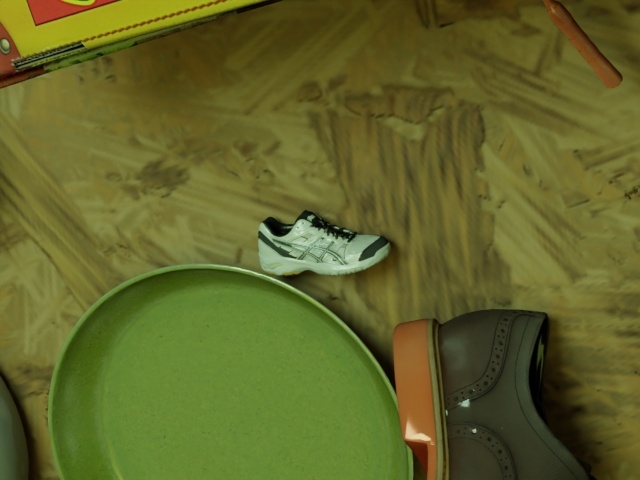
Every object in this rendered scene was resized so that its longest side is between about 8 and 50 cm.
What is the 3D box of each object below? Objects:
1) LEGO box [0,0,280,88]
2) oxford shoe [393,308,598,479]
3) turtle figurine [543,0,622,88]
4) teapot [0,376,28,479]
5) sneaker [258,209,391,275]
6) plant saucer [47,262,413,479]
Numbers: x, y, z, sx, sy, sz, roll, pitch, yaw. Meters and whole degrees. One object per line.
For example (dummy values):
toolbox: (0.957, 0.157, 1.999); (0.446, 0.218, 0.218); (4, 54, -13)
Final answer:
LEGO box: (-0.079, -0.354, 0.815); (0.372, 0.193, 0.500); (-9, 105, 39)
oxford shoe: (0.108, 0.162, 0.972); (0.098, 0.097, 0.271); (-13, 69, 10)
turtle figurine: (0.171, -0.222, 0.877); (0.217, 0.087, 0.269); (-12, 102, 40)
teapot: (-0.319, 0.162, 1.125); (0.256, 0.187, 0.252); (-23, 99, 24)
sneaker: (0.000, 0.000, 1.044); (0.083, 0.032, 0.037); (-4, 106, 20)
plant saucer: (-0.054, 0.123, 1.101); (0.241, 0.037, 0.241); (6, 109, 17)
